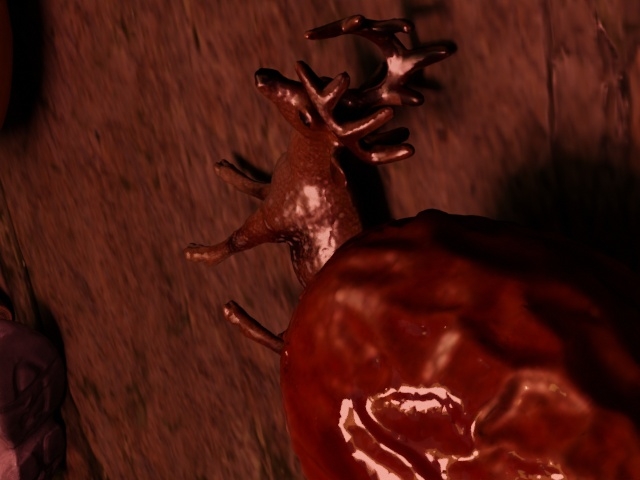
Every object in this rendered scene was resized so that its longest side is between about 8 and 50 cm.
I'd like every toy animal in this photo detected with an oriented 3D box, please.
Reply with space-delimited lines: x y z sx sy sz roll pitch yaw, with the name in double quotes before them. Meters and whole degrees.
"toy animal" 0.012 -0.012 0.818 0.260 0.087 0.243 -8 118 53

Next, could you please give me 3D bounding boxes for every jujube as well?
"jujube" 0.117 0.100 0.645 0.290 0.197 0.197 34 138 15

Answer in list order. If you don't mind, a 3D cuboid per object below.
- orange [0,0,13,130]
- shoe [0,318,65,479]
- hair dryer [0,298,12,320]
"orange" -0.391 -0.151 1.050 0.312 0.312 0.312 31 134 39
"shoe" -0.326 0.151 1.307 0.137 0.095 0.245 23 138 16
"hair dryer" -0.349 0.011 1.314 0.117 0.064 0.182 42 132 32
